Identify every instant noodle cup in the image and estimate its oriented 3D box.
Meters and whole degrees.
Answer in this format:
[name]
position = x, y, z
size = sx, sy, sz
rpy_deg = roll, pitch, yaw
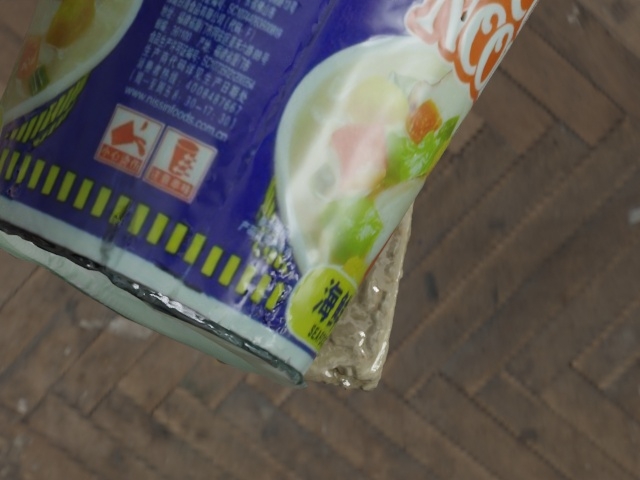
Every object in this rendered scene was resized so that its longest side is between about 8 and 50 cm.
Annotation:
[instant noodle cup]
position = -0.031, -0.106, 0.871
size = 0.284, 0.284, 0.312
rpy_deg = 27, 82, -7

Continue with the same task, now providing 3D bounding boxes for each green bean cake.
[green bean cake]
position = 0.000, 0.000, 1.086
size = 0.109, 0.085, 0.179
rpy_deg = 12, 85, -1
